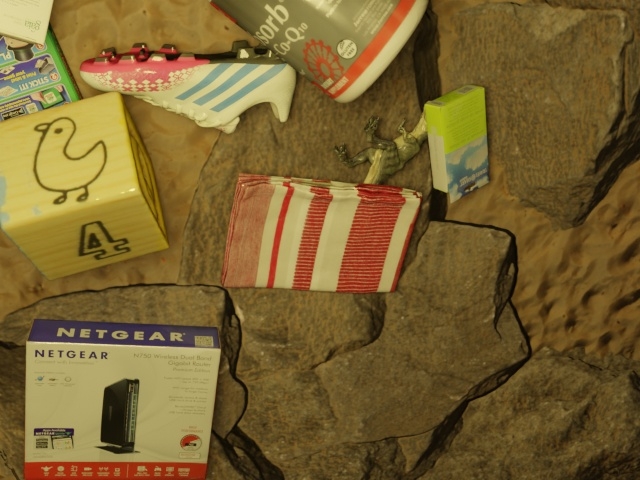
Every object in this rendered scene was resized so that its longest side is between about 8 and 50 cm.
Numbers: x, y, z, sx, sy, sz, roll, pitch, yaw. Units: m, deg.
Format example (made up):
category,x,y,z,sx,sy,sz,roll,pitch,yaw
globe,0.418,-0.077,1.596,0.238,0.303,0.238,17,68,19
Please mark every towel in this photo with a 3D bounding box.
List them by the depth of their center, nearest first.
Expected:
category,x,y,z,sx,sy,sz,roll,pitch,yaw
towel,0.000,0.000,1.387,0.329,0.037,0.237,4,127,-13

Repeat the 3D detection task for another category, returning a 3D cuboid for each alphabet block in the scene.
category,x,y,z,sx,sy,sz,roll,pitch,yaw
alphabet block,-0.358,-0.078,1.183,0.197,0.192,0.193,-16,155,-4

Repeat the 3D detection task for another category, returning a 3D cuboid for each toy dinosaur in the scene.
category,x,y,z,sx,sy,sz,roll,pitch,yaw
toy dinosaur,0.098,-0.146,1.351,0.118,0.064,0.268,34,108,-30

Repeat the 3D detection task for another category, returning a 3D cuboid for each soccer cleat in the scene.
category,x,y,z,sx,sy,sz,roll,pitch,yaw
soccer cleat,-0.199,-0.230,1.219,0.331,0.116,0.143,-4,115,-10

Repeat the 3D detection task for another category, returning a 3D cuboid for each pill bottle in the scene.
category,x,y,z,sx,sy,sz,roll,pitch,yaw
pill bottle,-0.044,-0.381,1.117,0.363,0.210,0.210,36,104,-13

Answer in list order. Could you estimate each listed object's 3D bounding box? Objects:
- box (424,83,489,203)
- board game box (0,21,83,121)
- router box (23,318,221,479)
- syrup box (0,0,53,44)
category,x,y,z,sx,sy,sz,roll,pitch,yaw
box,0.239,-0.166,1.352,0.109,0.042,0.178,-28,123,-29
board game box,-0.538,-0.215,1.197,0.317,0.046,0.213,-19,118,-3
router box,-0.367,0.300,1.450,0.335,0.082,0.301,4,114,-13
syrup box,-0.412,-0.396,1.065,0.093,0.096,0.236,7,101,-47
